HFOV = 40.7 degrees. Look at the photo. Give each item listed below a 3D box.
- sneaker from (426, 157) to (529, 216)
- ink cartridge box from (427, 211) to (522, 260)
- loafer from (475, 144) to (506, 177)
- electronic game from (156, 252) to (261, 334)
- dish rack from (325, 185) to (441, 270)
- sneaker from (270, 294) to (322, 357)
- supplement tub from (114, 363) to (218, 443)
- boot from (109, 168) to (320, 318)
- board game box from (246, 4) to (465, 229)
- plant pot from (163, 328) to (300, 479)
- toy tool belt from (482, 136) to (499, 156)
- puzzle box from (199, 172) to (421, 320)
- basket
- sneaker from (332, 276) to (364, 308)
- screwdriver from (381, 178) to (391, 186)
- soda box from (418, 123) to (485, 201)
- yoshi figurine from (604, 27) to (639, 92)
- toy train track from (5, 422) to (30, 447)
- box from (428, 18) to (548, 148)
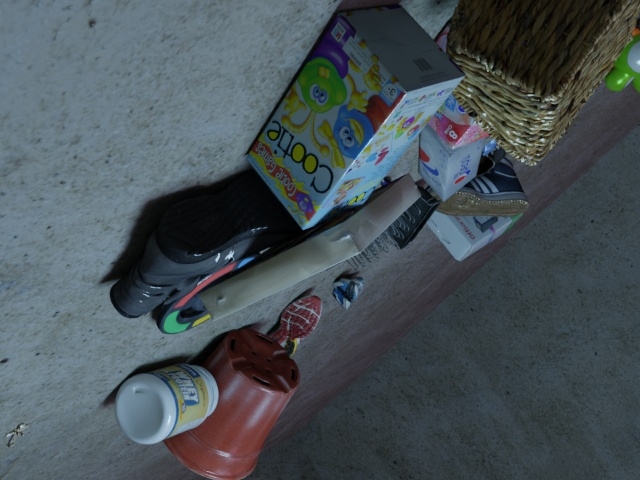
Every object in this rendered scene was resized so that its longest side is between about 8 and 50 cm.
[{"bbox_3d":[0.375,-0.146,2.139,0.282,0.153,0.099,4,148,-22],"label":"sneaker"},{"bbox_3d":[0.409,-0.063,2.304,0.212,0.154,0.093,-30,163,-29],"label":"ink cartridge box"},{"bbox_3d":[0.393,-0.184,2.060,0.170,0.061,0.062,-32,120,-30],"label":"loafer"},{"bbox_3d":[-0.199,0.095,1.572,0.229,0.048,0.229,-35,165,-11],"label":"electronic game"},{"bbox_3d":[0.129,-0.012,1.968,0.271,0.074,0.208,-29,162,-30],"label":"dish rack"},{"bbox_3d":[-0.059,0.204,2.181,0.225,0.088,0.093,-52,180,42],"label":"sneaker"},{"bbox_3d":[-0.319,0.338,1.816,0.144,0.144,0.199,-44,164,20],"label":"supplement tub"},{"bbox_3d":[-0.156,0.001,1.334,0.338,0.118,0.223,-14,159,-41],"label":"boot"},{"bbox_3d":[0.041,-0.167,1.184,0.144,0.142,0.275,-23,159,-47],"label":"board game box"},{"bbox_3d":[-0.199,0.364,2.002,0.265,0.272,0.272,-55,159,24],"label":"plant pot"},{"bbox_3d":[0.389,-0.220,2.004,0.052,0.051,0.083,-21,157,-48],"label":"toy tool belt"},{"bbox_3d":[0.000,0.000,1.437,0.272,0.052,0.409,-26,-175,23],"label":"puzzle box"},{"bbox_3d":[0.311,-0.299,1.247,0.299,0.213,0.223,-53,163,-12],"label":"basket"},{"bbox_3d":[0.082,0.121,2.278,0.083,0.071,0.191,-42,174,-12],"label":"sneaker"},{"bbox_3d":[0.121,-0.123,1.742,0.025,0.024,0.170,-13,166,19],"label":"screwdriver"},{"bbox_3d":[0.264,-0.179,1.758,0.098,0.091,0.286,-39,165,-4],"label":"soda box"},{"bbox_3d":[0.844,-0.479,2.048,0.203,0.203,0.362,-31,167,-50],"label":"yoshi figurine"},{"bbox_3d":[-0.558,0.361,1.584,0.048,0.014,0.083,-21,158,-47],"label":"toy train track"},{"bbox_3d":[0.298,-0.278,1.451,0.300,0.142,0.154,-23,159,-45],"label":"box"}]
